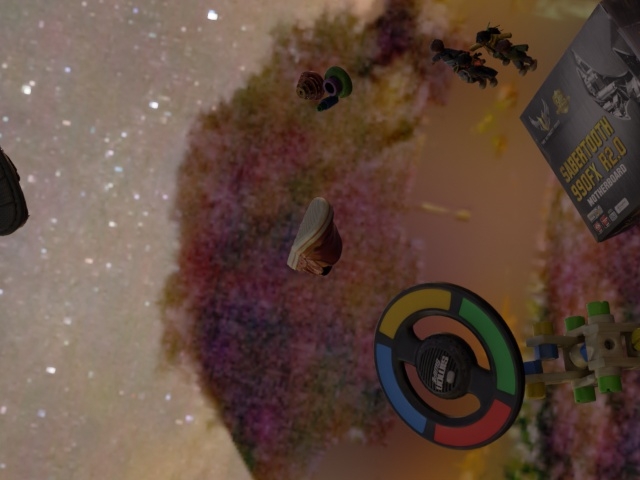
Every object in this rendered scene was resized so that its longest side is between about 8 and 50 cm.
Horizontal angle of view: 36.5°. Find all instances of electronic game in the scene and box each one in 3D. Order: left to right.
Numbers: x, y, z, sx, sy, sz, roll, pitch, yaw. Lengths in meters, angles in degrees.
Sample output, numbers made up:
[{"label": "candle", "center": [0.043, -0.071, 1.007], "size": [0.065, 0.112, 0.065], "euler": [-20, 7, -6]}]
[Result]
[{"label": "electronic game", "center": [0.164, 0.166, 1.280], "size": [0.048, 0.229, 0.229], "euler": [-17, -57, -49]}]

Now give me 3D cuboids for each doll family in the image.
[{"label": "doll family", "center": [0.270, -0.316, 1.660], "size": [0.111, 0.193, 0.076], "euler": [23, -123, -43]}]

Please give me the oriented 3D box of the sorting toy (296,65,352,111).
[{"label": "sorting toy", "center": [0.001, -0.225, 1.461], "size": [0.042, 0.102, 0.061], "euler": [-39, -63, -34]}]

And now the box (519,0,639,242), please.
[{"label": "box", "center": [0.319, -0.125, 1.045], "size": [0.183, 0.056, 0.231], "euler": [62, 160, 16]}]

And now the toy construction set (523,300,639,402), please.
[{"label": "toy construction set", "center": [0.451, 0.143, 1.331], "size": [0.215, 0.328, 0.151], "euler": [-40, 65, 62]}]

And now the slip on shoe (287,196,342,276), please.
[{"label": "slip on shoe", "center": [0.000, 0.000, 1.980], "size": [0.331, 0.101, 0.123], "euler": [109, -176, -72]}]

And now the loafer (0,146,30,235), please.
[{"label": "loafer", "center": [-0.470, -0.124, 1.296], "size": [0.096, 0.267, 0.084], "euler": [-39, -2, 13]}]
